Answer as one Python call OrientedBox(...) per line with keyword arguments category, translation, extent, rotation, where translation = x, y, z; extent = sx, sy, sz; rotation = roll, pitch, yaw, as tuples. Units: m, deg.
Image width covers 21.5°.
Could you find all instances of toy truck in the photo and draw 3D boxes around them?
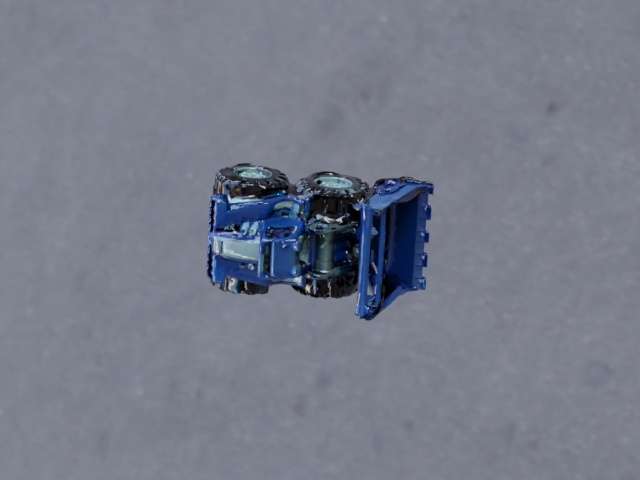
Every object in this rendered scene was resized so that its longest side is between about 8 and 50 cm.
OrientedBox(category="toy truck", translation=(0.000, 0.000, 1.548), extent=(0.126, 0.208, 0.113), rotation=(-93, 5, -72))
